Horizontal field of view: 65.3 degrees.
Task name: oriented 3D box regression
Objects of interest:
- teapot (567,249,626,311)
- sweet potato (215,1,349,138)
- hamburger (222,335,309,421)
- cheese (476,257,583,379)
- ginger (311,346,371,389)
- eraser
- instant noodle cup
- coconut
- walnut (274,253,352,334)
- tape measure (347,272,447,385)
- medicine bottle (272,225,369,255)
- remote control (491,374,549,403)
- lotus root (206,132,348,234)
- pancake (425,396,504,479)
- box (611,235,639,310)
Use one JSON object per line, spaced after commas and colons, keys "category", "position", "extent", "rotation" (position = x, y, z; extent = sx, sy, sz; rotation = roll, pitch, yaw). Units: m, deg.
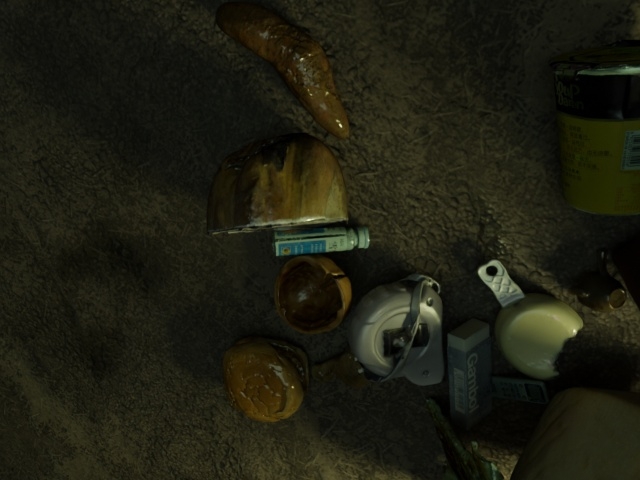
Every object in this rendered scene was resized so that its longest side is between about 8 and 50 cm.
{"category": "teapot", "position": [0.503, 0.073, 0.903], "extent": [0.084, 0.080, 0.111], "rotation": [4, 99, -16]}
{"category": "sweet potato", "position": [-0.051, -0.332, 0.913], "extent": [0.341, 0.092, 0.114], "rotation": [43, 140, -2]}
{"category": "hamburger", "position": [-0.127, 0.319, 1.166], "extent": [0.213, 0.108, 0.214], "rotation": [8, 112, 19]}
{"category": "cheese", "position": [0.382, 0.157, 0.970], "extent": [0.248, 0.071, 0.164], "rotation": [33, 114, 2]}
{"category": "ginger", "position": [0.057, 0.296, 1.124], "extent": [0.165, 0.067, 0.096], "rotation": [-31, 99, 37]}
{"category": "eraser", "position": [0.306, 0.274, 1.021], "extent": [0.046, 0.091, 0.213], "rotation": [16, 119, 50]}
{"category": "instant noodle cup", "position": [0.459, -0.171, 0.767], "extent": [0.215, 0.216, 0.236], "rotation": [-1, 116, 17]}
{"category": "coconut", "position": [0.546, 0.441, 0.856], "extent": [0.414, 0.416, 0.345], "rotation": [-21, 125, 22]}
{"category": "walnut", "position": [-0.006, 0.104, 1.050], "extent": [0.211, 0.087, 0.167], "rotation": [-30, 88, 44]}
{"category": "tape measure", "position": [0.152, 0.185, 1.005], "extent": [0.196, 0.120, 0.236], "rotation": [-8, 108, -10]}
{"category": "medicine bottle", "position": [0.000, 0.000, 0.997], "extent": [0.190, 0.051, 0.051], "rotation": [-4, 110, -9]}
{"category": "remote control", "position": [0.401, 0.304, 1.023], "extent": [0.124, 0.017, 0.053], "rotation": [-6, 108, 45]}
{"category": "lotus root", "position": [-0.087, -0.100, 0.935], "extent": [0.271, 0.272, 0.192], "rotation": [-2, 98, 17]}
{"category": "pancake", "position": [0.290, 0.488, 0.963], "extent": [0.066, 0.427, 0.305], "rotation": [-21, 89, -3]}
{"category": "box", "position": [0.619, 0.093, 0.733], "extent": [0.229, 0.339, 0.239], "rotation": [-36, 97, 27]}
